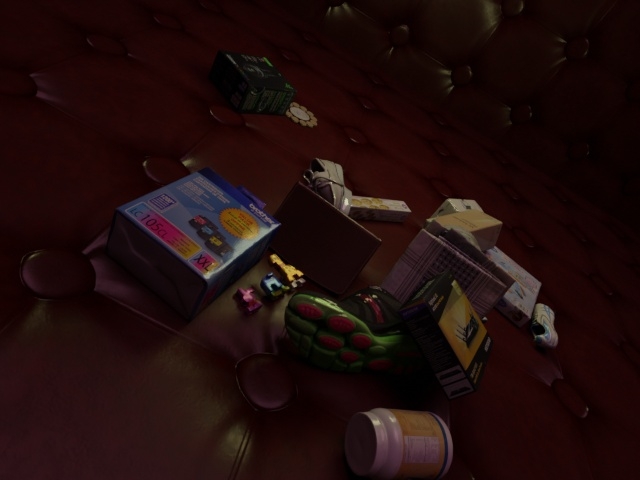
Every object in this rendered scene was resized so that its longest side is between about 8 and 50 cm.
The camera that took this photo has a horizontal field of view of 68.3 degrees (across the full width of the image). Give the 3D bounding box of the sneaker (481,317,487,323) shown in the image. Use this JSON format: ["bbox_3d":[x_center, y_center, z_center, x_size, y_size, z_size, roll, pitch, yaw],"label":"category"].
[{"bbox_3d":[0.526,0.254,1.624,0.098,0.038,0.069,9,43,-32],"label":"sneaker"}]

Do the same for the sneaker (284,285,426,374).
[{"bbox_3d":[0.100,0.218,1.219,0.483,0.185,0.202,22,30,-35],"label":"sneaker"}]

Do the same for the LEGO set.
[{"bbox_3d":[-0.126,0.096,1.236,0.093,0.087,0.227,46,35,16],"label":"LEGO set"}]

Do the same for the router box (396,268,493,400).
[{"bbox_3d":[0.333,0.227,1.218,0.243,0.081,0.309,60,28,4],"label":"router box"}]

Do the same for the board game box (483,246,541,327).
[{"bbox_3d":[0.709,0.149,1.875,0.318,0.066,0.318,42,36,12],"label":"board game box"}]

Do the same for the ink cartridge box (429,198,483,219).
[{"bbox_3d":[0.574,-0.101,1.998,0.190,0.140,0.082,-3,51,-41],"label":"ink cartridge box"}]

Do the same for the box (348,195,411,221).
[{"bbox_3d":[0.204,-0.118,1.781,0.324,0.063,0.067,2,47,-38],"label":"box"}]

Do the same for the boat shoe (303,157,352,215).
[{"bbox_3d":[0.005,-0.189,1.641,0.156,0.136,0.367,20,34,-20],"label":"boat shoe"}]

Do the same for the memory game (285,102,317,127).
[{"bbox_3d":[-0.096,-0.565,2.113,0.186,0.012,0.186,22,36,-17],"label":"memory game"}]

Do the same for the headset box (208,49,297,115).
[{"bbox_3d":[-0.273,-0.651,1.965,0.283,0.131,0.246,-11,55,-47],"label":"headset box"}]

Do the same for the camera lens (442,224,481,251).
[{"bbox_3d":[0.429,0.101,1.568,0.219,0.219,0.274,30,35,-7],"label":"camera lens"}]

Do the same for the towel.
[{"bbox_3d":[0.359,0.142,1.394,0.312,0.324,0.056,37,6,3],"label":"towel"}]

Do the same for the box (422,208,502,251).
[{"bbox_3d":[0.543,-0.023,1.827,0.311,0.121,0.148,-13,35,-37],"label":"box"}]

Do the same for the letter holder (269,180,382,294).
[{"bbox_3d":[0.000,0.000,1.424,0.302,0.214,0.152,36,3,3],"label":"letter holder"}]

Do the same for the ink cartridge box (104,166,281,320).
[{"bbox_3d":[-0.289,-0.023,1.193,0.270,0.151,0.395,38,33,5],"label":"ink cartridge box"}]

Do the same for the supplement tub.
[{"bbox_3d":[0.166,0.439,1.015,0.199,0.144,0.144,14,40,-26],"label":"supplement tub"}]

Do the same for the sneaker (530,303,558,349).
[{"bbox_3d":[0.827,0.309,1.771,0.086,0.085,0.237,25,32,0],"label":"sneaker"}]
